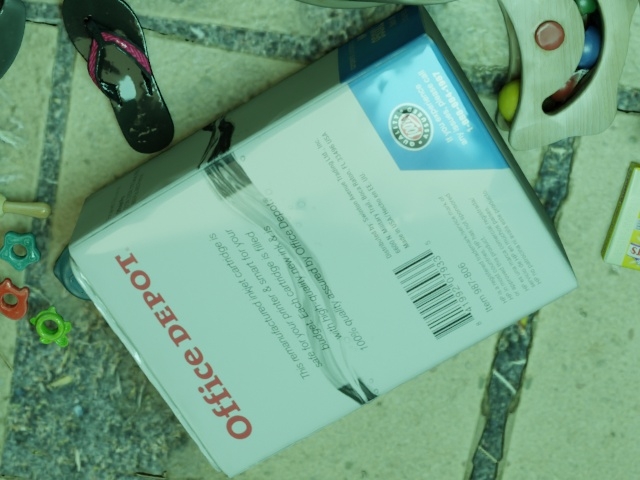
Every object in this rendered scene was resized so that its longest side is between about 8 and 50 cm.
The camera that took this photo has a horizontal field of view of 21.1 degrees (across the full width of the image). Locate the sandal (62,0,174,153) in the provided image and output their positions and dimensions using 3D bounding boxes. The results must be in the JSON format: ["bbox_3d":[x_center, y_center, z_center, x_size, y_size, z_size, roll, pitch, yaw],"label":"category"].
[{"bbox_3d":[-0.191,-0.163,1.657,0.067,0.040,0.179,-22,109,8],"label":"sandal"}]

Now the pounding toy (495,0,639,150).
[{"bbox_3d":[0.215,-0.209,1.579,0.154,0.155,0.270,5,111,-7],"label":"pounding toy"}]

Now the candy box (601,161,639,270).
[{"bbox_3d":[0.395,-0.005,1.723,0.205,0.027,0.105,14,112,-5],"label":"candy box"}]

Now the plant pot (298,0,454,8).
[{"bbox_3d":[0.060,-0.324,1.433,0.323,0.280,0.323,-7,114,-15],"label":"plant pot"}]

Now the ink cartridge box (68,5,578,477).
[{"bbox_3d":[0.000,0.000,1.651,0.395,0.166,0.285,-29,108,10],"label":"ink cartridge box"}]

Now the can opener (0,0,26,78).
[{"bbox_3d":[-0.293,-0.273,1.611,0.093,0.074,0.280,13,116,-42],"label":"can opener"}]

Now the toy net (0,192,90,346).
[{"bbox_3d":[-0.310,-0.004,1.718,0.232,0.045,0.122,43,107,-13],"label":"toy net"}]
